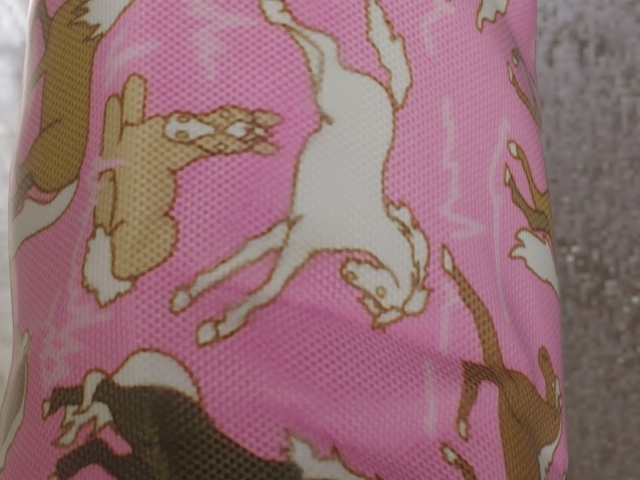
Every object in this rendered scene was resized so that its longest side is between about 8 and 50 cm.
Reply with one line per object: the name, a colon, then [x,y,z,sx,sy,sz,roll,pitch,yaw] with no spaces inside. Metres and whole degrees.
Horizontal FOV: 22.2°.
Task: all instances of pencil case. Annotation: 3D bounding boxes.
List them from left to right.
pencil case: [0.000,0.000,0.438,0.160,0.167,0.386,111,162,-63]
